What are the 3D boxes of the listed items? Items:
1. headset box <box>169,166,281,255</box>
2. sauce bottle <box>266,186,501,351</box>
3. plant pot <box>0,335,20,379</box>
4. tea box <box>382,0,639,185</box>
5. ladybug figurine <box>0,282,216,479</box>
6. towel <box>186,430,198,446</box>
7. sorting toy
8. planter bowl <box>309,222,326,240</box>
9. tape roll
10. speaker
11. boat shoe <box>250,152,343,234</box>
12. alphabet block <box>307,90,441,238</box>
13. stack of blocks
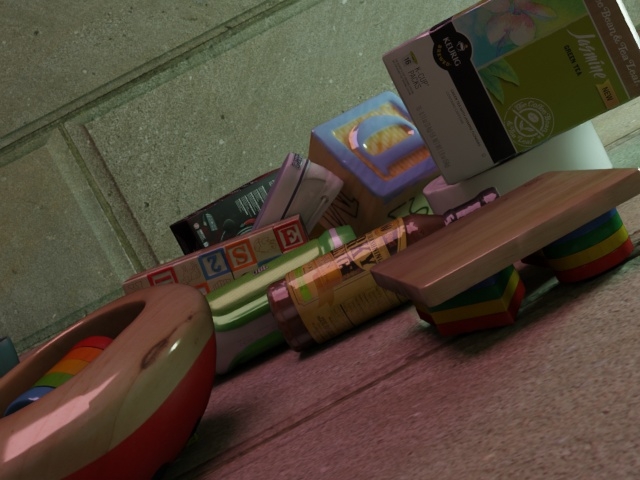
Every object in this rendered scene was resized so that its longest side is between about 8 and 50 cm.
[{"bbox_3d":[-0.138,-0.009,2.213,0.293,0.218,0.110,-31,8,-29],"label":"headset box"},{"bbox_3d":[0.097,0.033,1.406,0.344,0.111,0.111,-27,6,5],"label":"sauce bottle"},{"bbox_3d":[-0.580,0.307,1.639,0.290,0.195,0.290,-28,6,3],"label":"plant pot"},{"bbox_3d":[0.301,-0.269,1.559,0.323,0.220,0.329,-27,7,18],"label":"tea box"},{"bbox_3d":[-0.263,0.206,1.173,0.305,0.162,0.449,-20,16,32],"label":"ladybug figurine"},{"bbox_3d":[-0.215,0.252,1.356,0.102,0.021,0.237,-28,6,-9],"label":"towel"},{"bbox_3d":[0.209,0.019,1.150,0.257,0.089,0.255,-28,7,-7],"label":"sorting toy"},{"bbox_3d":[0.000,0.000,2.061,0.217,0.090,0.217,-15,0,0],"label":"planter bowl"},{"bbox_3d":[0.308,-0.099,1.626,0.286,0.100,0.286,-28,6,3],"label":"tape roll"},{"bbox_3d":[-0.063,0.091,1.540,0.296,0.131,0.131,-27,6,2],"label":"speaker"},{"bbox_3d":[-0.055,0.033,1.776,0.136,0.156,0.367,-85,20,-66],"label":"boat shoe"},{"bbox_3d":[0.101,-0.108,1.811,0.192,0.193,0.197,-29,-29,-27],"label":"alphabet block"},{"bbox_3d":[-0.141,0.090,1.651,0.297,0.171,0.087,-21,7,3],"label":"stack of blocks"}]
